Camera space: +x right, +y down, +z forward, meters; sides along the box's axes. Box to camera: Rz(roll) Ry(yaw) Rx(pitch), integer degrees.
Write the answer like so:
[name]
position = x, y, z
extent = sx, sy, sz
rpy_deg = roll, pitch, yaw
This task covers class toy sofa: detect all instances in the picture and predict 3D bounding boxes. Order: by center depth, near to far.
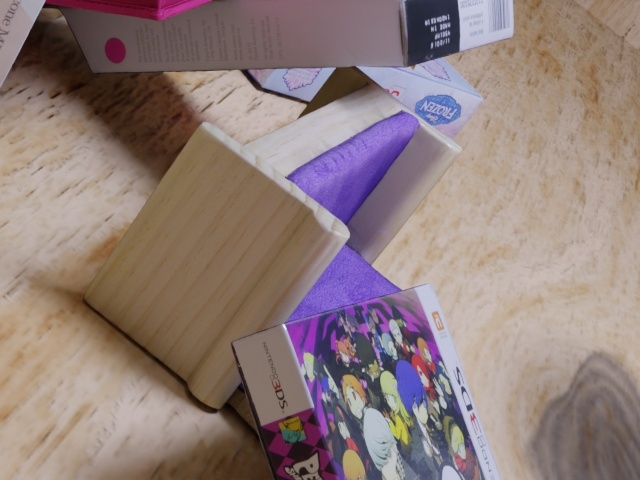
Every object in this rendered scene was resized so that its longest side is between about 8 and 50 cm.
[toy sofa]
position = 0.000, 0.000, 1.378
extent = 0.177, 0.150, 0.362
rpy_deg = 38, 19, 6

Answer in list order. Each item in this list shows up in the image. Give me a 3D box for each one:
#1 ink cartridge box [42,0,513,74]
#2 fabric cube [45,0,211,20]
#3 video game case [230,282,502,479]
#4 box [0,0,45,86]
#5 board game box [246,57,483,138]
[ink cartridge box]
position = -0.051, -0.173, 1.553
extent = 0.371, 0.069, 0.176
rpy_deg = 5, 15, 32
[fabric cube]
position = -0.169, -0.321, 1.443
extent = 0.254, 0.258, 0.259
rpy_deg = 10, 18, 17
[video game case]
position = 0.044, 0.138, 1.164
extent = 0.232, 0.042, 0.210
rpy_deg = -10, 79, -65
[box]
position = -0.329, -0.182, 1.195
extent = 0.311, 0.148, 0.121
rpy_deg = 18, 15, -41
[board game box]
position = -0.029, -0.243, 2.015
extent = 0.318, 0.066, 0.319
rpy_deg = 12, 31, -51
